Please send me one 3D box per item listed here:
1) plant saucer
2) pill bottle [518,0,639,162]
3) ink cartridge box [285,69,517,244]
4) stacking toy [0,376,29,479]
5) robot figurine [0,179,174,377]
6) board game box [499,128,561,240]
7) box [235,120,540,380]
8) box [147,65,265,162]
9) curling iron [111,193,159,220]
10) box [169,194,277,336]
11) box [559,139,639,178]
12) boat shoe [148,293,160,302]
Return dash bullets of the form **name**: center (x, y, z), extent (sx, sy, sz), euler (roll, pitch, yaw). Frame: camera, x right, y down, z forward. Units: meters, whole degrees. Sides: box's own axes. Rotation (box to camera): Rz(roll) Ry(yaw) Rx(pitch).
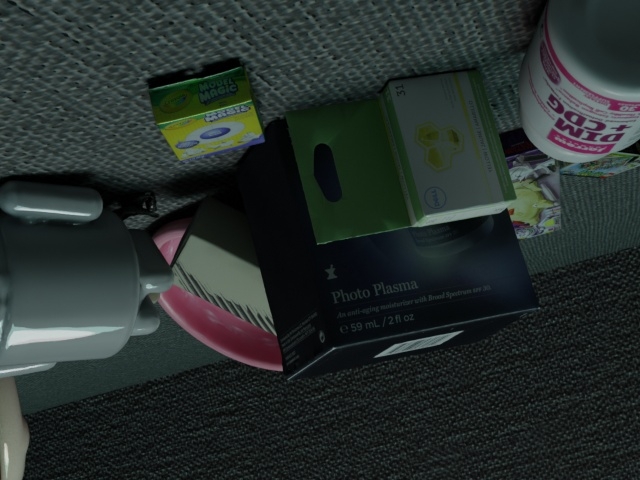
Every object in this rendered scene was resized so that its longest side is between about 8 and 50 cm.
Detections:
- **plant saucer**: center (-0.116, 0.072, 1.674), extent (0.332, 0.332, 0.084), euler (-27, -154, 48)
- **pill bottle**: center (0.293, -0.180, 1.109), extent (0.160, 0.160, 0.283), euler (-14, 169, 0)
- **ink cartridge box**: center (0.094, -0.099, 1.242), extent (0.235, 0.171, 0.056), euler (-10, 168, -18)
- **stacking toy**: center (-0.688, 0.260, 1.519), extent (0.480, 0.350, 0.350), euler (-13, 170, -28)
- **robot figurine**: center (-0.368, 0.057, 1.344), extent (0.353, 0.200, 0.300), euler (0, 121, -36)
- **board game box**: center (0.288, -0.073, 1.750), extent (0.208, 0.056, 0.347), euler (-12, 157, 9)
- **box**: center (0.078, -0.004, 1.374), extent (0.296, 0.294, 0.183), euler (-9, 164, -24)
- **box**: center (-0.119, -0.135, 1.143), extent (0.105, 0.043, 0.179), euler (-14, 167, 0)
- **curling iron**: center (-0.325, -0.010, 1.522), extent (0.274, 0.035, 0.068), euler (-23, 165, 38)
- **box**: center (-0.065, 0.056, 1.471), extent (0.094, 0.275, 0.113), euler (-57, -171, 30)
- **box**: center (0.488, -0.145, 1.840), extent (0.114, 0.036, 0.207), euler (-23, 166, 39)
- **boat shoe**: center (-0.309, 0.058, 1.685), extent (0.049, 0.137, 0.043), euler (-56, 171, -18)
